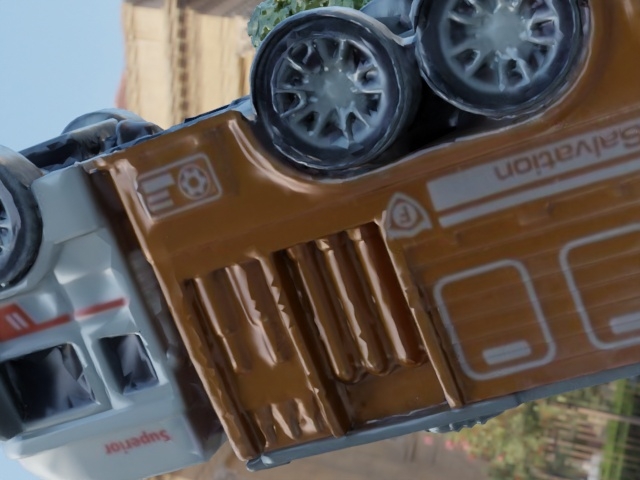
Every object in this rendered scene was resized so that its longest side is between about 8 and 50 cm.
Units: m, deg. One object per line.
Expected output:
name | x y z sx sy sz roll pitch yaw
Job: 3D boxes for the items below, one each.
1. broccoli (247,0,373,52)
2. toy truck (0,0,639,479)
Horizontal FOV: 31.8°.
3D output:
broccoli | 0.004 -0.186 1.174 0.254 0.186 0.302 -105 34 -44
toy truck | 0.000 0.000 0.552 0.206 0.388 0.173 70 -159 -8
